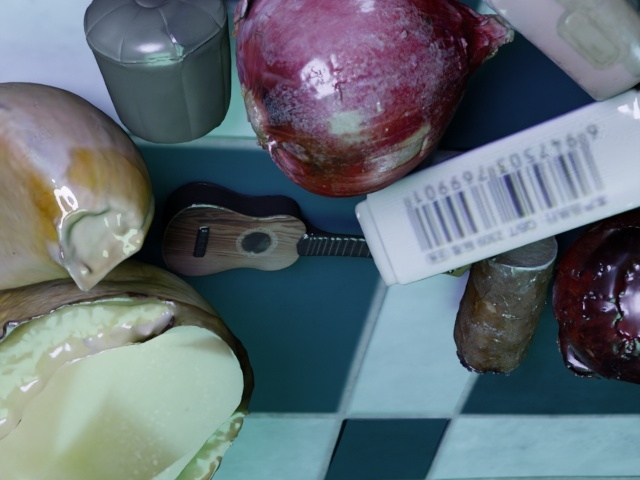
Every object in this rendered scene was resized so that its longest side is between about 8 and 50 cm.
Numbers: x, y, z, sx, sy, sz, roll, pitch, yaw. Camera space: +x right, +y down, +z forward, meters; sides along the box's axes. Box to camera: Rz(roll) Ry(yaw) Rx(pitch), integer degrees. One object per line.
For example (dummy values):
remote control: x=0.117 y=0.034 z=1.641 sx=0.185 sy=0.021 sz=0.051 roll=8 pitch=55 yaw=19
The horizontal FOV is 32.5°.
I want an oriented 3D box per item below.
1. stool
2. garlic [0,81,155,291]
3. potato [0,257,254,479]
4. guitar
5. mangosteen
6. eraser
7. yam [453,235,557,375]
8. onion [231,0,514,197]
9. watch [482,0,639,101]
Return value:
stool: x=-0.107 y=-0.125 z=0.753 sx=0.096 sy=0.096 sz=0.110 roll=-9 pitch=142 yaw=-3
garlic: x=-0.225 y=-0.023 z=0.786 sx=0.245 sy=0.164 sz=0.145 roll=-17 pitch=149 yaw=34
potato: x=-0.202 y=0.117 z=0.890 sx=0.242 sy=0.242 sz=0.285 roll=29 pitch=106 yaw=-34
guitar: x=0.001 y=-0.002 z=0.938 sx=0.271 sy=0.038 sz=0.084 roll=4 pitch=135 yaw=-13
mangosteen: x=0.287 y=0.058 z=0.987 sx=0.166 sy=0.166 sz=0.180 roll=-7 pitch=161 yaw=-4
eraser: x=0.175 y=-0.050 z=0.820 sx=0.279 sy=0.081 sz=0.124 roll=-21 pitch=-178 yaw=27
yam: x=0.165 y=0.051 z=0.997 sx=0.079 sy=0.079 sz=0.141 roll=-2 pitch=133 yaw=-10
onion: x=0.039 y=-0.117 z=0.751 sx=0.195 sy=0.159 sz=0.159 roll=-20 pitch=137 yaw=-11
watch: x=0.177 y=-0.245 z=0.666 sx=0.253 sy=0.162 sz=0.241 roll=30 pitch=111 yaw=-38
